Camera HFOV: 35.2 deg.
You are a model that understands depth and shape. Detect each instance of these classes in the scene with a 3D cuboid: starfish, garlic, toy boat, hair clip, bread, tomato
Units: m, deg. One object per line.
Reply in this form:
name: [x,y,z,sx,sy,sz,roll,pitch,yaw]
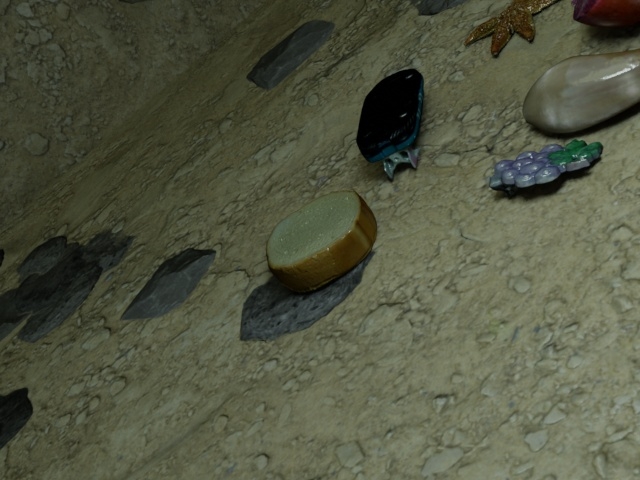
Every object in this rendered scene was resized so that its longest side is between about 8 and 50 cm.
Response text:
starfish: [0.410,-0.473,2.166,0.240,0.043,0.227,-23,30,32]
garlic: [0.476,-0.266,1.712,0.318,0.112,0.143,-13,30,31]
toy boat: [0.161,-0.244,2.076,0.134,0.092,0.299,-22,30,25]
hair clip: [0.376,-0.118,1.678,0.195,0.052,0.124,-19,28,21]
bread: [0.000,0.000,1.921,0.236,0.070,0.236,-28,29,17]
tomato: [0.602,-0.509,1.848,0.290,0.176,0.335,-59,5,32]
